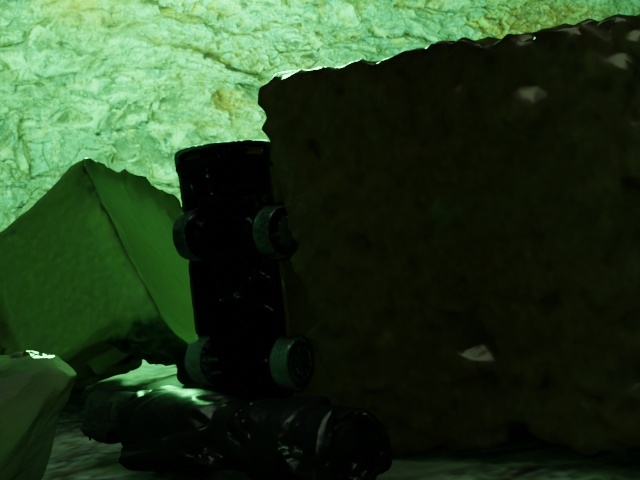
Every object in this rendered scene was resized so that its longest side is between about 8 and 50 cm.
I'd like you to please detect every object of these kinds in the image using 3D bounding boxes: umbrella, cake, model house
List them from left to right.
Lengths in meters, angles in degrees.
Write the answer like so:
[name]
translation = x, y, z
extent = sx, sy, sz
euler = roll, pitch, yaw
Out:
[model house]
translation = -0.191, 0.066, 0.902
extent = 0.189, 0.195, 0.214
euler = -30, -12, 9
[umbrella]
translation = -0.064, 0.118, 0.641
extent = 0.236, 0.059, 0.066
euler = -3, -16, 43
[cake]
translation = 0.144, -0.010, 0.714
extent = 0.282, 0.255, 0.290
euler = -5, 2, 28

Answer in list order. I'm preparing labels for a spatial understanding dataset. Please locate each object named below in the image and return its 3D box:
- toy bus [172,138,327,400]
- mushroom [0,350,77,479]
[toy bus]
translation = -0.035, 0.025, 0.779
extent = 0.098, 0.200, 0.114
euler = -3, 5, 34
[mushroom]
translation = -0.231, 0.131, 0.532
extent = 0.108, 0.096, 0.247
euler = -2, 13, 33
